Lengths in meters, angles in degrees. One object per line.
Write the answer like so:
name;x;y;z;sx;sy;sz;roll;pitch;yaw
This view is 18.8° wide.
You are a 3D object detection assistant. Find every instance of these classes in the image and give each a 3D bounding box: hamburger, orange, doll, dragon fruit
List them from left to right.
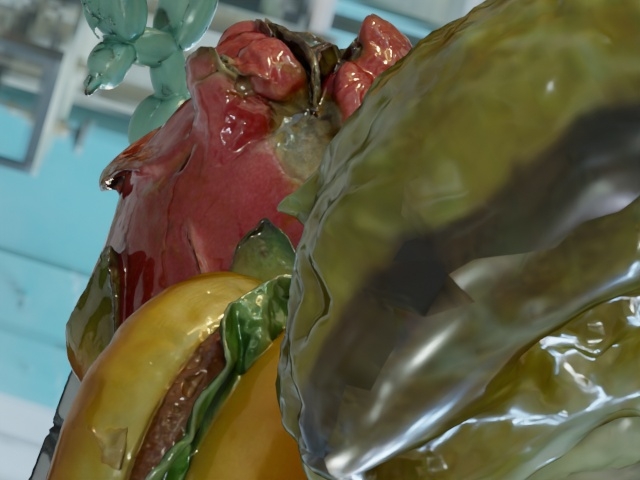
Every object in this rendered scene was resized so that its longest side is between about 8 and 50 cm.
doll;-0.139;-0.148;1.647;0.159;0.059;0.159;11;88;-48
hamburger;-0.023;0.139;0.961;0.246;0.170;0.246;-49;149;-42
dragon fruit;0.000;0.000;1.210;0.226;0.305;0.305;110;1;-46
orange;0.114;0.030;0.741;0.369;0.270;0.210;71;-5;-45

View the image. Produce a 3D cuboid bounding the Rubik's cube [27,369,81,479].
Rubik's cube;-0.107;0.222;1.382;0.233;0.228;0.229;111;3;-70
